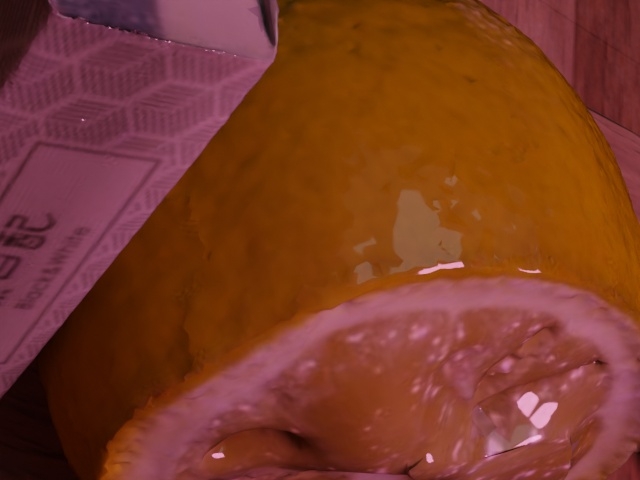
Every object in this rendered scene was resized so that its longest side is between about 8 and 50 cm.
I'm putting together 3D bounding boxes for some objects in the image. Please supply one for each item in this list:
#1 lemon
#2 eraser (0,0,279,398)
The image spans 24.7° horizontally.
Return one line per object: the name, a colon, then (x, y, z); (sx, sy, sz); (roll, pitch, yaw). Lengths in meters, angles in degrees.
lemon: (0.000, 0.000, 0.823); (0.364, 0.364, 0.364); (18, 51, -24)
eraser: (-0.162, -0.008, 0.663); (0.098, 0.404, 0.096); (8, 54, -31)
